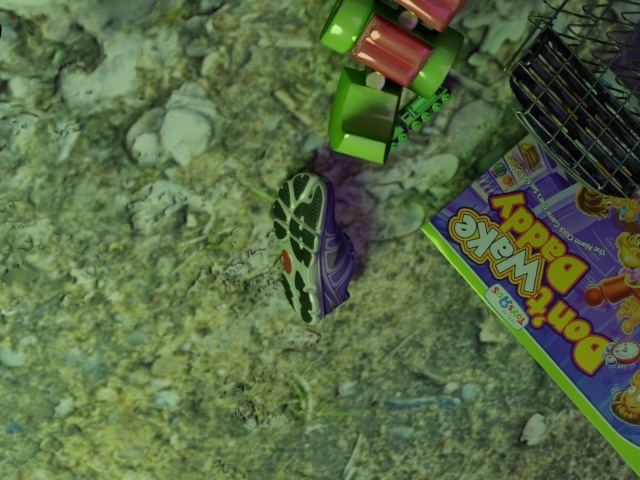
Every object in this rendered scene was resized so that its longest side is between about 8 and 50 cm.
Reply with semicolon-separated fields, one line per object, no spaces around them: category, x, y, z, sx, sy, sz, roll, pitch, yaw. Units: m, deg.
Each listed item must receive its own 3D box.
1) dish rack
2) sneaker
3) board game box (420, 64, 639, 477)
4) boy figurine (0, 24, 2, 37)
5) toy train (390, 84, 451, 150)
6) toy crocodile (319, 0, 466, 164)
dish rack;0.276;-0.181;1.349;0.208;0.074;0.271;41;83;-28
sneaker;0.000;0.000;1.446;0.071;0.068;0.170;-28;139;-26
board game box;0.297;0.042;1.452;0.233;0.078;0.347;-42;85;5
boy figurine;-0.333;-0.246;1.097;0.177;0.092;0.285;-29;132;-2
toy train;0.087;-0.116;1.427;0.083;0.017;0.024;-43;118;6
toy crocodile;0.097;-0.223;1.280;0.115;0.105;0.340;28;107;-9
